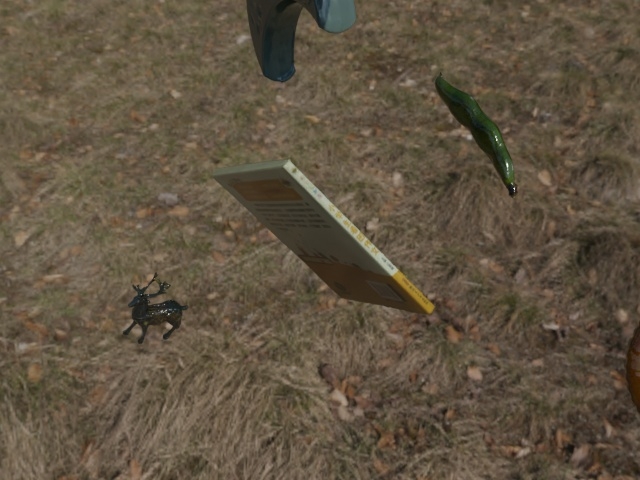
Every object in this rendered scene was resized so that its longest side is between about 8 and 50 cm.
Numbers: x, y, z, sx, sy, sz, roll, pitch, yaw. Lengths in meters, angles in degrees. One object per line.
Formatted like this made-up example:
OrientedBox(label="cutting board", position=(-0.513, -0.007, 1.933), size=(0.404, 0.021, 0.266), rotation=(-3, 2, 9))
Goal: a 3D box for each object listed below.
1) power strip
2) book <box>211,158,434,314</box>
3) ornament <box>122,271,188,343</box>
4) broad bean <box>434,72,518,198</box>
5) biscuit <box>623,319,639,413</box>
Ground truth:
OrientedBox(label="power strip", position=(-0.034, -0.306, 0.764), size=(0.054, 0.168, 0.253), rotation=(-20, 3, -22))
OrientedBox(label="book", position=(0.000, 0.000, 0.838), size=(0.020, 0.295, 0.207), rotation=(-55, 28, -18))
OrientedBox(label="ornament", position=(-0.191, 0.079, 0.725), size=(0.073, 0.125, 0.028), rotation=(-6, 53, -26))
OrientedBox(label="broad bean", position=(0.319, -0.219, 1.221), size=(0.043, 0.060, 0.298), rotation=(-12, 65, -48))
OrientedBox(label="biscuit", position=(0.507, 0.168, 0.786), size=(0.220, 0.221, 0.066), rotation=(13, 1, 21))
